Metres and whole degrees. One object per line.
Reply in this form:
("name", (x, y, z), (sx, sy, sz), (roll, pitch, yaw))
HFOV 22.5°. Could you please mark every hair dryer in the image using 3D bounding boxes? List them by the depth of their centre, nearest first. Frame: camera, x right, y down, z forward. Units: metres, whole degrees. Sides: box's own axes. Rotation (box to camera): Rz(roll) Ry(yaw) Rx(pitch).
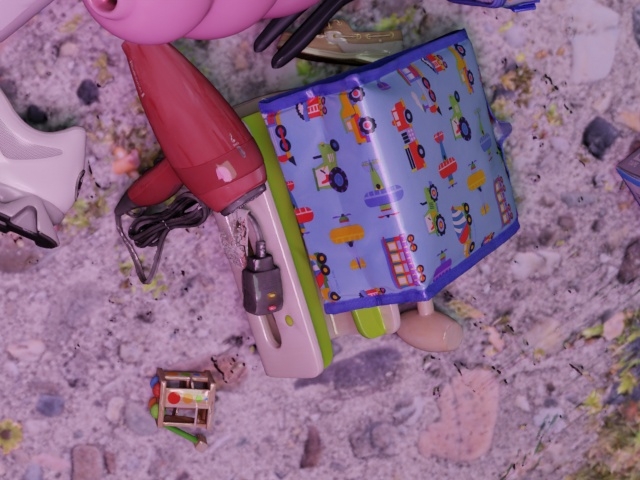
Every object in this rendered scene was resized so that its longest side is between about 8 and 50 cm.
("hair dryer", (-0.145, -0.063, 1.550), (0.080, 0.223, 0.294), (-35, 130, -46))

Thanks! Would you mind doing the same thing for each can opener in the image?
("can opener", (0.003, -0.247, 1.627), (0.186, 0.073, 0.059), (-41, 77, -10))

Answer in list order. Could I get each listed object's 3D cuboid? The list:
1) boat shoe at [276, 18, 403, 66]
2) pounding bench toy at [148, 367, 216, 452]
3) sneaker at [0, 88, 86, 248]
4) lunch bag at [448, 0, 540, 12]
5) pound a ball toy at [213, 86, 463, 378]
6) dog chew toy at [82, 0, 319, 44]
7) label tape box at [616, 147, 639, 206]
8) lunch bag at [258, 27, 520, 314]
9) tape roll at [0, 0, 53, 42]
("boat shoe", (0.021, -0.206, 1.667), (0.135, 0.050, 0.045), (5, 90, -16))
("pounding bench toy", (-0.149, 0.183, 1.707), (0.065, 0.052, 0.083), (3, 101, -12))
("sneaker", (-0.385, -0.121, 1.576), (0.330, 0.122, 0.146), (24, 78, -14))
("lunch bag", (0.164, -0.314, 1.581), (0.090, 0.219, 0.176), (-14, 104, -8))
("pound a ball toy", (0.000, 0.000, 1.677), (0.208, 0.135, 0.319), (-27, 105, -37))
("dog chew toy", (-0.100, -0.280, 1.483), (0.206, 0.332, 0.207), (16, 124, 26))
("label tape box", (0.537, -0.076, 1.765), (0.347, 0.115, 0.249), (-37, 106, -5))
("lunch bag", (0.107, -0.082, 1.613), (0.293, 0.138, 0.221), (-26, 101, -46))
("tape roll", (-0.342, -0.315, 1.444), (0.100, 0.286, 0.286), (-39, 106, -2))
